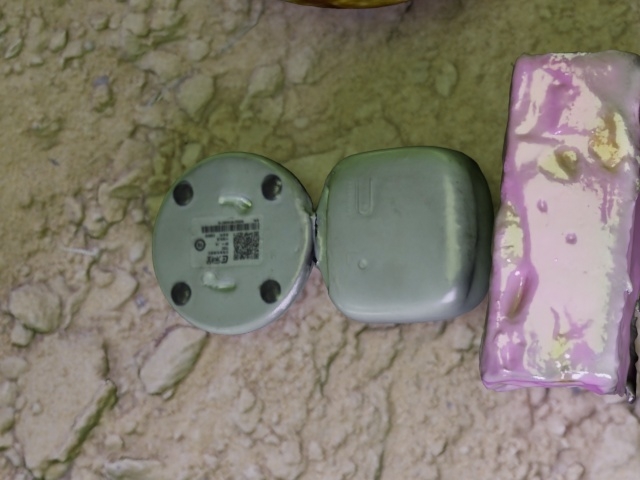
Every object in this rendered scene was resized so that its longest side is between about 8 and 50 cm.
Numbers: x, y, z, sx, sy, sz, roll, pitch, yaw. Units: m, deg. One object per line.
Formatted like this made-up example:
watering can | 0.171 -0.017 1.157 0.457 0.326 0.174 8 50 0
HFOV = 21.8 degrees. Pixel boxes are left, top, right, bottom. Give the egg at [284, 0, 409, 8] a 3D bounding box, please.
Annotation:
egg | 0.001 -0.308 1.367 0.289 0.238 0.238 31 89 -5

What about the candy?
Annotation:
candy | 0.200 -0.008 1.309 0.115 0.155 0.265 5 82 17

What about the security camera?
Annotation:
security camera | 0.000 0.000 1.400 0.301 0.080 0.157 -3 82 23
